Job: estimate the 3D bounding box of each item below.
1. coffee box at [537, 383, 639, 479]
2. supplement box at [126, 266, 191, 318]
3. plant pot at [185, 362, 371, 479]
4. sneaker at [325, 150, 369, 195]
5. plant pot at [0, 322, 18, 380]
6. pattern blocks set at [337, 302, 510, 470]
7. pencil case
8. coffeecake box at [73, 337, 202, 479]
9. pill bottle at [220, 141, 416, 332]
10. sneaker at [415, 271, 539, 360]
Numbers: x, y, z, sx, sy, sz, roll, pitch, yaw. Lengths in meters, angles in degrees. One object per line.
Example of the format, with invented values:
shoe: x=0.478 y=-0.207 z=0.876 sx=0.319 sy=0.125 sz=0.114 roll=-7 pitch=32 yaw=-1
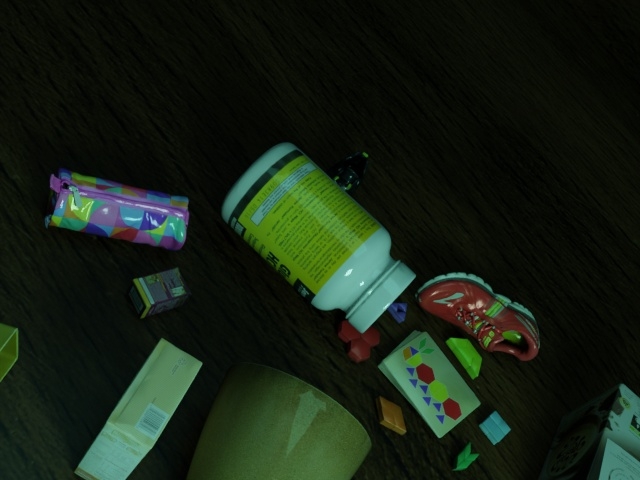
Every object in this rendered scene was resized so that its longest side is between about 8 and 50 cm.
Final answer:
coffee box: x=0.488 y=0.418 z=1.410 sx=0.119 sy=0.168 sz=0.297 roll=42 pitch=45 yaw=2
supplement box: x=-0.261 y=0.084 z=1.275 sx=0.083 sy=0.043 sz=0.055 roll=-15 pitch=66 yaw=-38
plant pot: x=-0.091 y=0.338 z=1.085 sx=0.237 sy=0.237 sz=0.254 roll=35 pitch=59 yaw=-5
sneaker: x=0.027 y=-0.110 z=1.567 sx=0.084 sy=0.097 sz=0.234 roll=38 pitch=45 yaw=-1
plant pot: x=-0.470 y=0.153 z=1.070 sx=0.083 sy=0.081 sz=0.081 roll=24 pitch=46 yaw=1
pattern blocks set: x=0.197 y=0.258 z=1.444 sx=0.285 sy=0.026 sz=0.325 roll=-15 pitch=66 yaw=-39
pencil case: x=-0.332 y=-0.049 z=1.294 sx=0.236 sy=0.104 sz=0.104 roll=12 pitch=52 yaw=-26
coffeecake box: x=-0.248 y=0.240 z=1.065 sx=0.068 sy=0.185 sz=0.142 roll=33 pitch=46 yaw=-6
pill bottle: x=0.000 y=0.000 z=1.396 sx=0.334 sy=0.188 sz=0.188 roll=43 pitch=45 yaw=7
sneaker: x=0.315 y=0.153 z=1.531 sx=0.279 sy=0.107 sz=0.118 roll=22 pitch=36 yaw=-16
